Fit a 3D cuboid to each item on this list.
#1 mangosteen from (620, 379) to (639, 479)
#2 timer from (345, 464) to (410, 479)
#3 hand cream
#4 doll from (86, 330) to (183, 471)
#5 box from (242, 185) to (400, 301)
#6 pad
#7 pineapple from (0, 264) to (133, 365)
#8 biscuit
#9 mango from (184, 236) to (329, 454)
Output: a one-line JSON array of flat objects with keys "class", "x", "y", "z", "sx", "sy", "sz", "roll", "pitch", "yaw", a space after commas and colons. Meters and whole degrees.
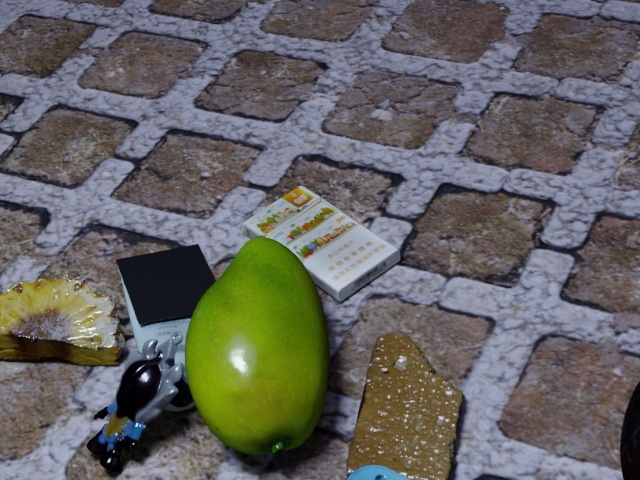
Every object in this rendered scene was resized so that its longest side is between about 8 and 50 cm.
[{"class": "mangosteen", "x": 0.469, "y": 0.205, "z": 1.346, "sx": 0.300, "sy": 0.300, "sz": 0.300, "roll": -6, "pitch": 42, "yaw": 5}, {"class": "timer", "x": 0.096, "y": 0.395, "z": 1.388, "sx": 0.250, "sy": 0.091, "sz": 0.232, "roll": 25, "pitch": 50, "yaw": 18}, {"class": "hand cream", "x": -0.215, "y": 0.113, "z": 1.760, "sx": 0.109, "sy": 0.067, "sz": 0.321, "roll": -8, "pitch": 37, "yaw": -10}, {"class": "doll", "x": -0.228, "y": 0.197, "z": 1.595, "sx": 0.096, "sy": 0.070, "sz": 0.195, "roll": 37, "pitch": 99, "yaw": 37}, {"class": "box", "x": 0.000, "y": 0.001, "z": 1.857, "sx": 0.122, "sy": 0.032, "sz": 0.220, "roll": -35, "pitch": 47, "yaw": -25}, {"class": "pad", "x": -0.217, "y": 0.060, "z": 1.815, "sx": 0.127, "sy": 0.004, "sz": 0.190, "roll": -10, "pitch": 31, "yaw": -14}, {"class": "pineapple", "x": -0.374, "y": 0.108, "z": 1.784, "sx": 0.233, "sy": 0.079, "sz": 0.135, "roll": 3, "pitch": 51, "yaw": 7}, {"class": "biscuit", "x": 0.114, "y": 0.214, "z": 1.601, "sx": 0.131, "sy": 0.026, "sz": 0.237, "roll": 4, "pitch": 42, "yaw": 13}, {"class": "mango", "x": -0.078, "y": 0.121, "z": 1.629, "sx": 0.156, "sy": 0.192, "sz": 0.343, "roll": -40, "pitch": 29, "yaw": 29}]
